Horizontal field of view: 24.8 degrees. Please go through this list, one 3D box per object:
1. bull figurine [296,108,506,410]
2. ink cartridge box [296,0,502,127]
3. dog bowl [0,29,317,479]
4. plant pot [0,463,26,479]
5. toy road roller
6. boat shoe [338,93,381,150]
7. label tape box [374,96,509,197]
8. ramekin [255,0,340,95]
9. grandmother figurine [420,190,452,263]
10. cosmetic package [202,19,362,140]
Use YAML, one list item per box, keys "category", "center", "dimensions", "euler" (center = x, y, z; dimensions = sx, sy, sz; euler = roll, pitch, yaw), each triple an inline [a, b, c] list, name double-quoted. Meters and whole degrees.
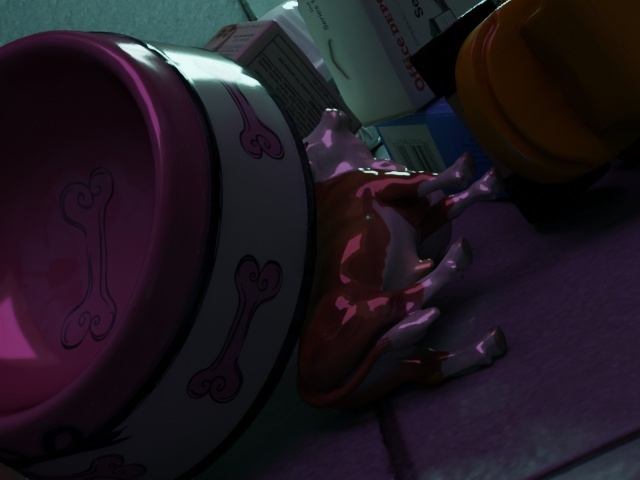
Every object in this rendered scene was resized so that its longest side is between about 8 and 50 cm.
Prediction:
- category: "bull figurine"
  center: [0.052, 0.005, 1.217]
  dimensions: [0.188, 0.101, 0.310]
  euler: [-20, 46, 24]
- category: "ink cartridge box"
  center: [0.102, -0.243, 1.551]
  dimensions: [0.092, 0.160, 0.219]
  euler: [-11, 24, 50]
- category: "dog bowl"
  center: [-0.207, 0.008, 1.212]
  dimensions: [0.408, 0.408, 0.150]
  euler: [-18, -24, 31]
- category: "plant pot"
  center: [-0.446, 0.224, 1.266]
  dimensions: [0.274, 0.256, 0.256]
  euler: [-43, 15, 4]
- category: "toy road roller"
  center: [0.265, -0.180, 1.292]
  dimensions: [0.329, 0.202, 0.240]
  euler: [-36, 1, -21]
- category: "boat shoe"
  center: [0.034, -0.149, 1.865]
  dimensions: [0.084, 0.095, 0.258]
  euler: [-22, 17, 34]
- category: "label tape box"
  center: [0.256, -0.172, 1.555]
  dimensions: [0.333, 0.106, 0.240]
  euler: [-33, 16, -19]
- category: "ramekin"
  center: [-0.055, -0.210, 1.962]
  dimensions: [0.273, 0.127, 0.273]
  euler: [-42, -6, -5]
- category: "grandmother figurine"
  center: [0.000, 0.000, 1.455]
  dimensions: [0.342, 0.104, 0.208]
  euler: [-11, 31, 52]
- category: "cosmetic package"
  center: [-0.122, -0.066, 1.449]
  dimensions: [0.296, 0.153, 0.129]
  euler: [-47, 23, -17]
